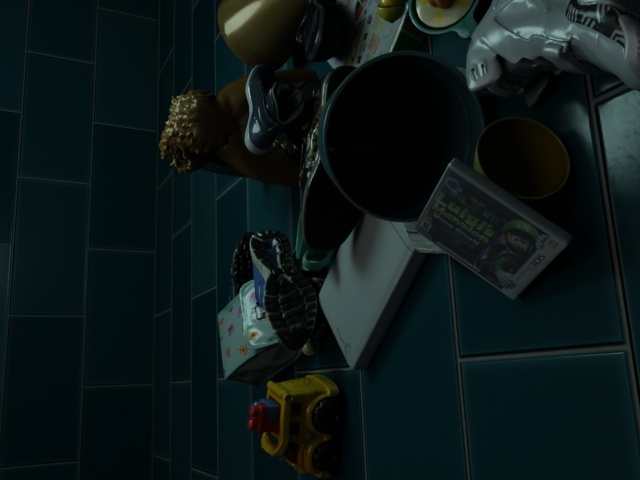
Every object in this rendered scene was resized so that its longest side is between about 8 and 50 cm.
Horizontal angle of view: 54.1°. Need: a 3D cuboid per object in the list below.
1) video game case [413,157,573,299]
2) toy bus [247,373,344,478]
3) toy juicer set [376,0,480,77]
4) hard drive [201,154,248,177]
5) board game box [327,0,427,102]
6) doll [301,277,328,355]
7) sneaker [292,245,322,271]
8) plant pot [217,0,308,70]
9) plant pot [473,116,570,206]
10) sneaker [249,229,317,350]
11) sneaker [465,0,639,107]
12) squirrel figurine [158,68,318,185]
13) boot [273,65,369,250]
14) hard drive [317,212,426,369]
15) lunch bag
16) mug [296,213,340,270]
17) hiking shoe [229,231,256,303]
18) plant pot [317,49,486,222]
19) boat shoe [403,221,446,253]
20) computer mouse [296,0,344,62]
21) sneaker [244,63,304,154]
[{"bbox_3d":[0.239,-0.011,0.908,0.190,0.022,0.173,37,149,12],"label":"video game case"},{"bbox_3d":[-0.070,0.426,1.424,0.149,0.212,0.220,10,96,62],"label":"toy bus"},{"bbox_3d":[0.185,-0.410,1.092,0.209,0.089,0.328,-7,81,34],"label":"toy juicer set"},{"bbox_3d":[-0.261,-0.280,1.863,0.054,0.255,0.171,-1,85,48],"label":"hard drive"},{"bbox_3d":[0.111,-0.450,1.349,0.242,0.064,0.316,-67,32,33],"label":"board game box"},{"bbox_3d":[-0.018,0.186,1.532,0.129,0.046,0.188,-6,78,64],"label":"doll"},{"bbox_3d":[-0.037,0.043,1.585,0.152,0.054,0.061,26,107,62],"label":"sneaker"},{"bbox_3d":[-0.104,-0.615,1.655,0.254,0.237,0.237,-25,63,44],"label":"plant pot"},{"bbox_3d":[0.281,-0.098,0.919,0.095,0.134,0.134,101,163,-66],"label":"plant pot"},{"bbox_3d":[-0.092,0.132,1.540,0.147,0.130,0.330,95,162,-48],"label":"sneaker"},{"bbox_3d":[0.321,-0.250,0.838,0.365,0.138,0.210,-106,32,-44],"label":"sneaker"},{"bbox_3d":[-0.223,-0.306,1.644,0.370,0.397,0.280,-134,44,-70],"label":"squirrel figurine"},{"bbox_3d":[-0.012,-0.185,1.375,0.284,0.138,0.377,-153,65,-63],"label":"boot"},{"bbox_3d":[0.102,0.066,1.315,0.233,0.047,0.353,62,140,46],"label":"hard drive"},{"bbox_3d":[-0.153,0.233,1.678,0.262,0.160,0.223,-44,42,33],"label":"lunch bag"},{"bbox_3d":[-0.001,-0.003,1.447,0.129,0.098,0.157,135,139,-78],"label":"mug"},{"bbox_3d":[-0.237,0.125,1.899,0.132,0.113,0.303,1,88,62],"label":"hiking shoe"},{"bbox_3d":[0.115,-0.185,1.118,0.255,0.272,0.271,-135,53,-75],"label":"plant pot"},{"bbox_3d":[0.244,-0.011,1.020,0.258,0.095,0.084,9,124,58],"label":"boat shoe"},{"bbox_3d":[0.008,-0.490,1.419,0.272,0.072,0.188,-100,26,-51],"label":"computer mouse"},{"bbox_3d":[-0.096,-0.316,1.341,0.163,0.086,0.226,-38,47,52],"label":"sneaker"}]
